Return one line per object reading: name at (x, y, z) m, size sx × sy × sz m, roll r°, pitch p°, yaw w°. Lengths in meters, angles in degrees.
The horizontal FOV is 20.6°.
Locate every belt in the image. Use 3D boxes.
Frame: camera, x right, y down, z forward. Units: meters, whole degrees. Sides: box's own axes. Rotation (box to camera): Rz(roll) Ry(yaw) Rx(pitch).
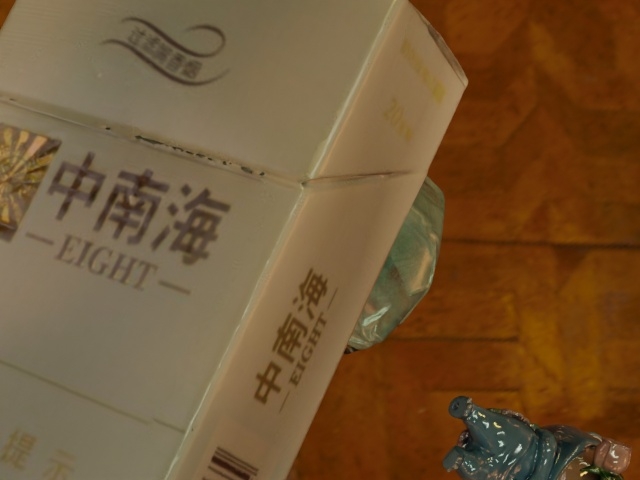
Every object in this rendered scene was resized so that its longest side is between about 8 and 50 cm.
belt at (0.000, 0.000, 1.642) m, size 0.150 × 0.257 × 0.207 m, roll 40°, pitch 57°, yaw -24°

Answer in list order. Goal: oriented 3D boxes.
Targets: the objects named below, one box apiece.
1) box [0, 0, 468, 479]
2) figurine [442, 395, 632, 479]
box at (-0.070, 0.021, 0.587) m, size 0.067 × 0.155 × 0.243 m, roll 41°, pitch 70°, yaw -56°
figurine at (0.183, 0.195, 1.455) m, size 0.178 × 0.144 × 0.114 m, roll 28°, pitch 80°, yaw -30°
